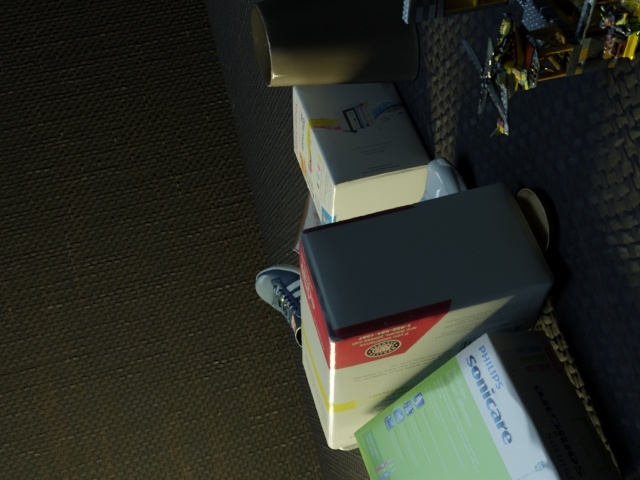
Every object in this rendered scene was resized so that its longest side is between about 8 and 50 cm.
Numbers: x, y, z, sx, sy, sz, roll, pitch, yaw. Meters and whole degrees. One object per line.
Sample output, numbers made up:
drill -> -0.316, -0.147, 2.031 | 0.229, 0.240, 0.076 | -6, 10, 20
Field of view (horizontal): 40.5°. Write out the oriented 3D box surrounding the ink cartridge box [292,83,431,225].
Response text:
ink cartridge box -> 0.062, -0.144, 1.472 | 0.171, 0.168, 0.233 | 92, 161, -54

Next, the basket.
basket -> 0.016, -0.322, 1.357 | 0.154, 0.226, 0.204 | 116, 138, -72

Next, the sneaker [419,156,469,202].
sneaker -> 0.163, -0.010, 1.282 | 0.090, 0.115, 0.232 | -122, 22, -56

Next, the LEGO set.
LEGO set -> 0.158, -0.286, 0.822 | 0.255, 0.192, 0.331 | 94, 159, -55

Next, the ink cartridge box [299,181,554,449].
ink cartridge box -> 0.121, 0.119, 1.182 | 0.385, 0.279, 0.160 | 91, 162, -58

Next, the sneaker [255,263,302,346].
sneaker -> -0.040, 0.163, 1.967 | 0.350, 0.148, 0.131 | 18, 130, 36

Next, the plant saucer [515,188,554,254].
plant saucer -> 0.262, -0.024, 1.052 | 0.083, 0.015, 0.083 | 166, 90, -79

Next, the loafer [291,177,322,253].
loafer -> 0.000, 0.000, 2.009 | 0.134, 0.130, 0.366 | -129, 28, -64

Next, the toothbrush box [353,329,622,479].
toothbrush box -> 0.198, 0.272, 1.101 | 0.283, 0.122, 0.206 | -48, 54, 39
